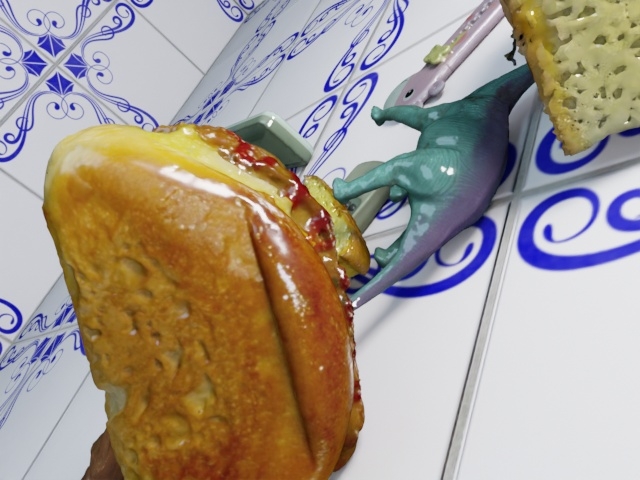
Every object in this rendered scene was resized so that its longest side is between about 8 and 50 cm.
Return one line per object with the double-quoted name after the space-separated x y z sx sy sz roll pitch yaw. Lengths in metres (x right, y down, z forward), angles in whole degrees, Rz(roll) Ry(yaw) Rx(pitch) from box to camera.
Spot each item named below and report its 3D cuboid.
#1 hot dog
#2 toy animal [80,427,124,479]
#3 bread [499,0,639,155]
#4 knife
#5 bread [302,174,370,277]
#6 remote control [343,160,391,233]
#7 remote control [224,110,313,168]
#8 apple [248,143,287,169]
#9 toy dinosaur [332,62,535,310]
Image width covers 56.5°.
-0.078 0.079 0.534 0.223 0.405 0.185 -14 5 9 "hot dog"
-0.242 0.262 0.752 0.312 0.097 0.157 -61 15 25 "toy animal"
0.297 -0.251 0.592 0.248 0.279 0.315 -18 6 31 "bread"
0.245 -0.344 0.935 0.398 0.038 0.132 -46 28 4 "knife"
-0.004 -0.007 0.759 0.103 0.065 0.187 -40 40 6 "bread"
0.000 0.000 0.842 0.285 0.038 0.123 -51 25 -6 "remote control"
-0.146 -0.182 1.223 0.335 0.128 0.065 -1 52 58 "remote control"
-0.130 -0.045 0.920 0.188 0.211 0.211 13 64 53 "apple"
0.188 -0.098 0.635 0.331 0.129 0.383 -18 40 34 "toy dinosaur"
